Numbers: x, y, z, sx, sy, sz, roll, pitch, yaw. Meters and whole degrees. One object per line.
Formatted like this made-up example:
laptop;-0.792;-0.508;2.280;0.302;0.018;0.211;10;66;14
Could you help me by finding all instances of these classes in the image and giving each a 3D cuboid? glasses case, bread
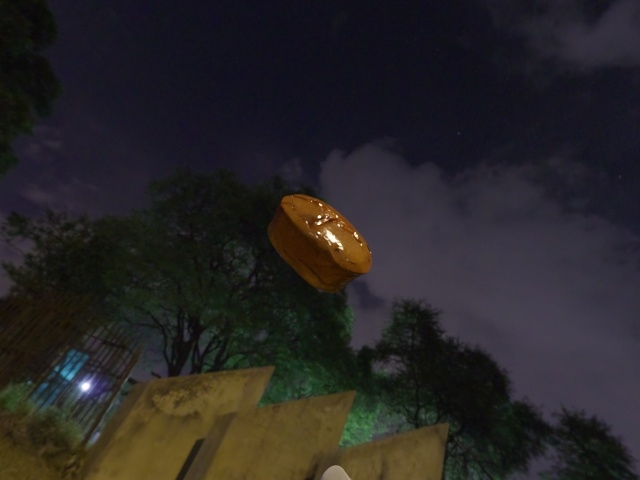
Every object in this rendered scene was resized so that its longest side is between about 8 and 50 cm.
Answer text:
glasses case;0.092;0.815;1.249;0.233;0.092;0.059;44;-14;26
bread;0.000;0.000;0.981;0.269;0.195;0.142;45;-63;8
